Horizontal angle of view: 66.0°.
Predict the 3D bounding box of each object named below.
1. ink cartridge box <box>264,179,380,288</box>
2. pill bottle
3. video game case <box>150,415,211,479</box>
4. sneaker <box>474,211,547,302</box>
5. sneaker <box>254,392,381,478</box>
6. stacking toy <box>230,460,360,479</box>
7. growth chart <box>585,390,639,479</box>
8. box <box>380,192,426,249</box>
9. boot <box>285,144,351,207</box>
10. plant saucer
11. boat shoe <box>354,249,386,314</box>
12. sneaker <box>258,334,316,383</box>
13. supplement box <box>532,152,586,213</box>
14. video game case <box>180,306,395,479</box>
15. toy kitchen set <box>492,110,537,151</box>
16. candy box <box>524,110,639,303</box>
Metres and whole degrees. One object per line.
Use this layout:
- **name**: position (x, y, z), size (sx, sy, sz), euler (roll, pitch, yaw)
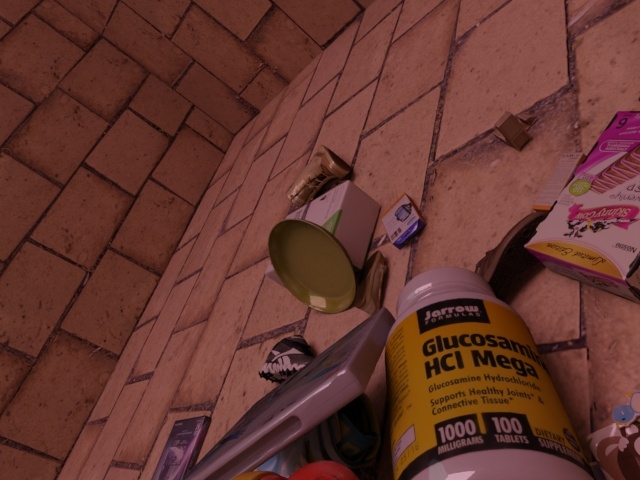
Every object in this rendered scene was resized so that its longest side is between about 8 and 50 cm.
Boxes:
- **ink cartridge box**: position (0.000, 0.000, 1.232), size (0.272, 0.114, 0.198), euler (-26, 37, 48)
- **pill bottle**: position (0.171, 0.181, 0.574), size (0.188, 0.188, 0.334), euler (-43, 20, 25)
- **video game case**: position (-0.385, 0.601, 1.281), size (0.196, 0.026, 0.274), euler (-29, 34, 45)
- **sneaker**: position (0.267, 0.031, 0.736), size (0.188, 0.066, 0.071), euler (-58, 19, 14)
- **sneaker**: position (-0.015, 0.366, 0.775), size (0.208, 0.127, 0.319), euler (-24, 40, 52)
- **stacking toy**: position (0.053, 0.366, 0.473), size (0.130, 0.309, 0.280), euler (-32, 45, 21)
- **growth chart**: position (0.332, 0.213, 0.459), size (0.237, 0.021, 0.172), euler (-50, 23, 9)
- **box**: position (0.179, -0.040, 1.063), size (0.081, 0.028, 0.136), euler (-46, 28, 20)
- **boot**: position (-0.014, -0.184, 1.520), size (0.203, 0.095, 0.262), euler (-51, 22, 8)
- **plant saucer**: position (-0.014, 0.052, 1.085), size (0.241, 0.241, 0.037), euler (-25, 10, 49)
- **boat shoe**: position (0.111, 0.086, 1.016), size (0.056, 0.048, 0.153), euler (-47, 17, 42)
- **sneaker**: position (-0.052, 0.248, 1.053), size (0.234, 0.078, 0.106), euler (-22, 42, 54)
- **supplement box**: position (0.362, -0.070, 0.717), size (0.098, 0.062, 0.036), euler (-59, 23, -6)
- **video game case**: position (-0.036, 0.219, 0.681), size (0.300, 0.036, 0.329), euler (-39, -7, 13)
- **toy kitchen set**: position (0.354, -0.225, 0.915), size (0.068, 0.075, 0.083), euler (-48, 29, 14)
- **candy box**: position (0.394, -0.051, 0.621), size (0.233, 0.071, 0.159), euler (-56, 24, -1)
